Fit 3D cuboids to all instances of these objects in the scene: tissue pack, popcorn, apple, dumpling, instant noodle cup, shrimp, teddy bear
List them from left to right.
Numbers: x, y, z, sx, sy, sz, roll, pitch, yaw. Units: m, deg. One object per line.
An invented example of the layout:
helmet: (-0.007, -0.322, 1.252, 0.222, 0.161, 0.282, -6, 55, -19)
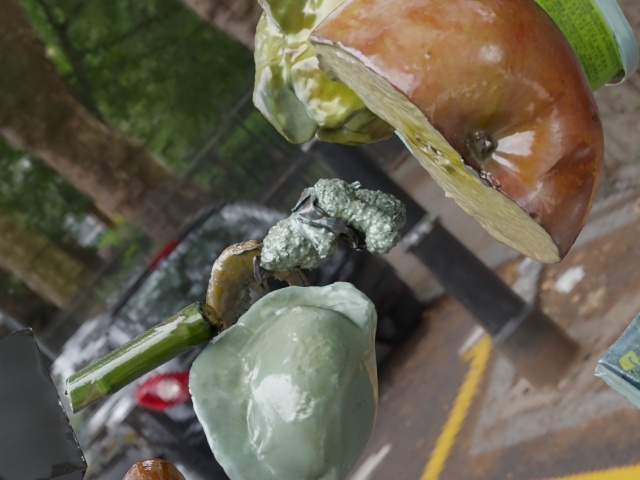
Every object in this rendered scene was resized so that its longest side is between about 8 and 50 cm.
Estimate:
shrimp: (-0.106, 0.092, 2.341, 0.253, 0.173, 0.058, 95, 180, -46)
dumpling: (-0.020, 0.207, 2.000, 0.212, 0.270, 0.320, -39, 15, 28)
teddy bear: (-0.001, -0.020, 1.787, 0.213, 0.111, 0.133, -18, 15, 11)
popcorn: (0.023, -0.234, 1.572, 0.276, 0.276, 0.225, -45, -19, 29)
apple: (0.147, -0.133, 1.223, 0.163, 0.293, 0.251, -49, 23, -3)
instant noodle cup: (0.249, -0.258, 2.015, 0.308, 0.294, 0.294, -39, 3, -11)
tissue pack: (0.600, 0.172, 2.276, 0.257, 0.185, 0.081, -46, -19, -18)

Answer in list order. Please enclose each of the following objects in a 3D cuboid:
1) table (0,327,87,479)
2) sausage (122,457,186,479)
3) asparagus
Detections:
table: (-0.347, 0.218, 1.342, 0.193, 0.172, 0.169, -17, -23, -25)
sausage: (-0.200, 0.370, 1.778, 0.094, 0.097, 0.348, -67, 17, 7)
asparagus: (-0.269, 0.171, 2.028, 0.278, 0.060, 0.067, -31, 21, 12)
